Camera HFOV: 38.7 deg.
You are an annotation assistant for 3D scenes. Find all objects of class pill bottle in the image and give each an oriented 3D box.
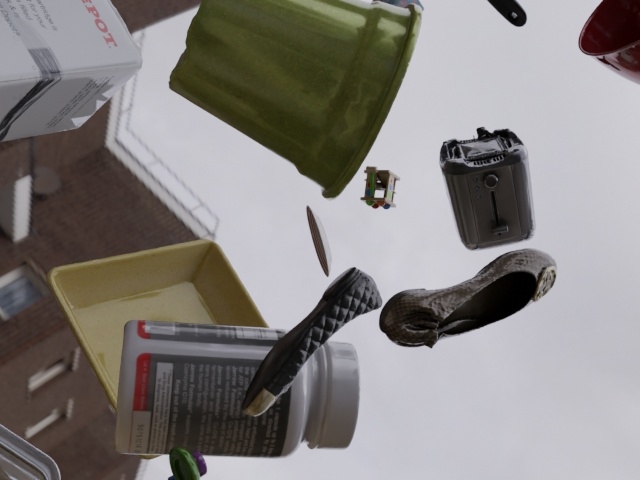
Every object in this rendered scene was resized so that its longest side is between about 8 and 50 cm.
[{"bbox_3d":[-0.104,0.186,1.122,0.161,0.283,0.161,-175,-90,-79],"label":"pill bottle"}]

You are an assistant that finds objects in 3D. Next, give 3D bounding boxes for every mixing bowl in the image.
[{"bbox_3d":[0.370,-0.220,0.937,0.098,0.181,0.181,44,-33,-20],"label":"mixing bowl"}]

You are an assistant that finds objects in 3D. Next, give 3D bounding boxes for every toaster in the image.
[{"bbox_3d":[0.252,-0.079,1.380,0.129,0.227,0.146,-11,-73,6],"label":"toaster"}]

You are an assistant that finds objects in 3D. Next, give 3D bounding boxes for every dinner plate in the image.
[{"bbox_3d":[0.000,0.000,1.713,0.141,0.017,0.141,163,-90,-84],"label":"dinner plate"}]

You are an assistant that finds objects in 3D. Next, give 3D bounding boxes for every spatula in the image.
[{"bbox_3d":[0.170,-0.391,1.187,0.296,0.030,0.084,54,-31,7],"label":"spatula"}]

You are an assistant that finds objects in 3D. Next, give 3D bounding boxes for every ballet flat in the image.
[{"bbox_3d":[-0.005,0.094,0.819,0.049,0.173,0.057,48,-22,-12],"label":"ballet flat"},{"bbox_3d":[0.173,0.067,0.980,0.058,0.250,0.084,34,-53,46],"label":"ballet flat"}]

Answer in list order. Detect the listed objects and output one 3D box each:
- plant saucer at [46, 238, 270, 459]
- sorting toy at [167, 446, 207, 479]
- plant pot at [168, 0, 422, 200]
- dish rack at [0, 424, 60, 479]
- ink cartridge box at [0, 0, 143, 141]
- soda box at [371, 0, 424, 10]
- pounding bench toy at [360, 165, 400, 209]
[{"bbox_3d":[-0.233,0.170,1.441,0.332,0.333,0.081,57,-48,20],"label":"plant saucer"},{"bbox_3d":[-0.128,0.256,0.960,0.061,0.042,0.101,15,-63,51],"label":"sorting toy"},{"bbox_3d":[-0.046,-0.226,1.171,0.254,0.276,0.276,23,-38,-9],"label":"plant pot"},{"bbox_3d":[-0.619,0.402,1.451,0.333,0.285,0.072,37,-6,-10],"label":"dish rack"},{"bbox_3d":[-0.307,-0.182,0.737,0.114,0.273,0.197,-34,-95,34],"label":"ink cartridge box"},{"bbox_3d":[0.090,-0.333,1.482,0.063,0.183,0.058,12,-28,49],"label":"soda box"},{"bbox_3d":[0.102,-0.095,1.666,0.052,0.083,0.065,3,-102,30],"label":"pounding bench toy"}]
